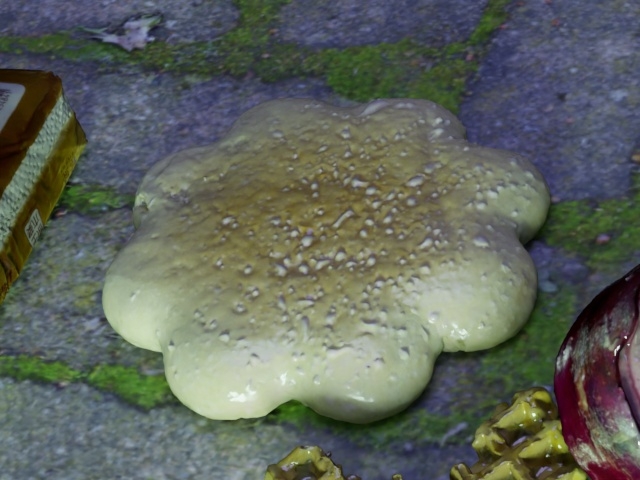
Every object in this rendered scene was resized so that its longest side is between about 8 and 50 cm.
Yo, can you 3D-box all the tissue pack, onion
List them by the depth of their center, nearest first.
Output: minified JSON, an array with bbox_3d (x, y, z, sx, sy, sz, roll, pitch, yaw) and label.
[{"bbox_3d":[0.235,0.101,0.984,0.195,0.140,0.218,-24,80,-21],"label":"onion"},{"bbox_3d":[-0.293,-0.029,1.312,0.183,0.092,0.226,1,45,18],"label":"tissue pack"}]

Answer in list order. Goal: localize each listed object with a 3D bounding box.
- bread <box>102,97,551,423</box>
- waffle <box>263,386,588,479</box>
[{"bbox_3d":[0.000,0.000,1.220,0.316,0.054,0.316,-8,41,7],"label":"bread"},{"bbox_3d":[0.056,0.154,1.033,0.194,0.051,0.149,-8,41,17],"label":"waffle"}]
